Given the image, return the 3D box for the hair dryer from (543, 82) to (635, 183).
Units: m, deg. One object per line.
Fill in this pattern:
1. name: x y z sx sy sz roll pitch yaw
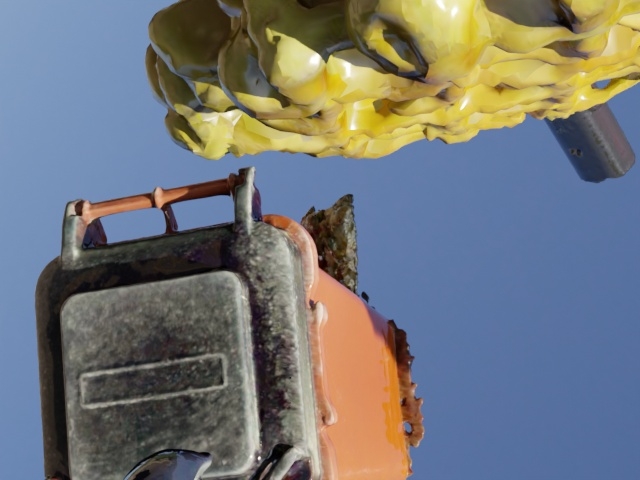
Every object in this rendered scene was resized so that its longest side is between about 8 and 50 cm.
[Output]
1. hair dryer: 0.161 -0.141 1.132 0.197 0.251 0.089 -1 -135 40

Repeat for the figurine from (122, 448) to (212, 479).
1. figurine: -0.129 0.171 0.621 0.222 0.145 0.145 -20 -145 6

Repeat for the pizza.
1. pizza: -0.001 0.000 1.036 0.083 0.025 0.078 49 -44 39

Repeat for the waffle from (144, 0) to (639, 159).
1. waffle: 0.077 -0.070 0.491 0.249 0.253 0.056 -16 -96 63

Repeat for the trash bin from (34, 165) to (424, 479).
1. trash bin: -0.043 0.073 0.903 0.161 0.239 0.184 -10 -101 19
